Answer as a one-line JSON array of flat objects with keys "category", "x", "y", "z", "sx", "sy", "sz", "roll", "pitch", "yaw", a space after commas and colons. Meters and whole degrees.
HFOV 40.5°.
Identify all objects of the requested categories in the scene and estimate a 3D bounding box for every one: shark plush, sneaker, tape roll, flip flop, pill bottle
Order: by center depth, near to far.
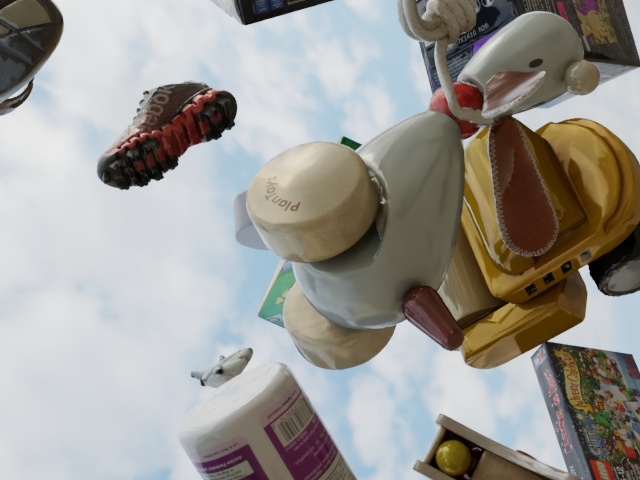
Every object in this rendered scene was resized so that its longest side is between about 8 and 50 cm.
[{"category": "flip flop", "x": -0.371, "y": -0.175, "z": 0.967, "sx": 0.112, "sy": 0.277, "sz": 0.080, "roll": 49, "pitch": -150, "yaw": 7}, {"category": "pill bottle", "x": -0.039, "y": 0.322, "z": 1.114, "sx": 0.301, "sy": 0.169, "sz": 0.169, "roll": 60, "pitch": -142, "yaw": -8}, {"category": "sneaker", "x": -0.279, "y": -0.189, "z": 1.481, "sx": 0.276, "sy": 0.135, "sz": 0.098, "roll": -39, "pitch": -32, "yaw": -25}, {"category": "shark plush", "x": -0.181, "y": 0.242, "z": 1.608, "sx": 0.073, "sy": 0.161, "sz": 0.067, "roll": 28, "pitch": -123, "yaw": -22}, {"category": "tape roll", "x": -0.054, "y": -0.045, "z": 1.632, "sx": 0.219, "sy": 0.219, "sz": 0.072, "roll": 17, "pitch": -119, "yaw": -51}]

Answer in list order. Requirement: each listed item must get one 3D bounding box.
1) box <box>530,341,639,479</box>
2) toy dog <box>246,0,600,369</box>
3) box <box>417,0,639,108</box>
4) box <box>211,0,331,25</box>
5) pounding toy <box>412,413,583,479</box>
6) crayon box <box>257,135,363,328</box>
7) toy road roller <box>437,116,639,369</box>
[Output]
[{"category": "box", "x": 0.405, "y": 0.256, "z": 1.227, "sx": 0.159, "sy": 0.044, "sz": 0.233, "roll": 10, "pitch": -136, "yaw": -19}, {"category": "toy dog", "x": 0.101, "y": -0.041, "z": 0.608, "sx": 0.334, "sy": 0.161, "sz": 0.220, "roll": -56, "pitch": -36, "yaw": -4}, {"category": "box", "x": 0.275, "y": -0.270, "z": 1.149, "sx": 0.270, "sy": 0.165, "sz": 0.143, "roll": -6, "pitch": -101, "yaw": -44}, {"category": "box", "x": 0.005, "y": -0.378, "z": 1.120, "sx": 0.322, "sy": 0.257, "sz": 0.079, "roll": -19, "pitch": -58, "yaw": -12}, {"category": "pounding toy", "x": 0.231, "y": 0.333, "z": 1.027, "sx": 0.155, "sy": 0.269, "sz": 0.154, "roll": -61, "pitch": -18, "yaw": -12}, {"category": "crayon box", "x": 0.000, "y": 0.000, "z": 1.282, "sx": 0.081, "sy": 0.278, "sz": 0.165, "roll": 24, "pitch": -128, "yaw": -4}, {"category": "toy road roller", "x": 0.224, "y": -0.012, "z": 1.032, "sx": 0.240, "sy": 0.329, "sz": 0.202, "roll": 22, "pitch": -139, "yaw": -44}]
